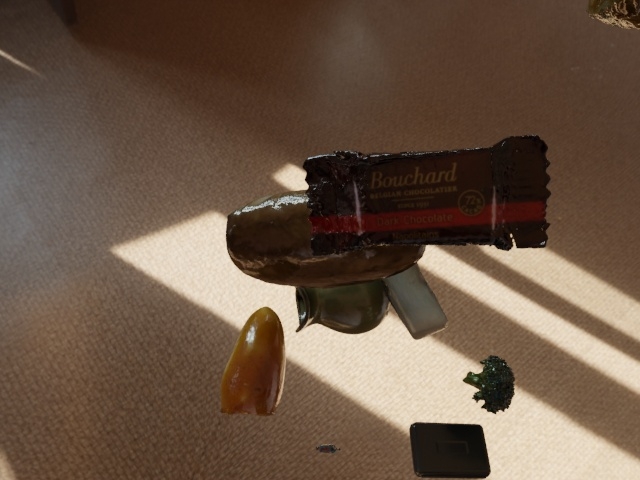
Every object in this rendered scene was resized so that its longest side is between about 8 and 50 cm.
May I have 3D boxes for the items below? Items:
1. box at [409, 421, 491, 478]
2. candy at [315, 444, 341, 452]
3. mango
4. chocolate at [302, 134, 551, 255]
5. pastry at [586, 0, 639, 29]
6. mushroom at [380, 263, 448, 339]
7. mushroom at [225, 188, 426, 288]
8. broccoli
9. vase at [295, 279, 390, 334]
[{"bbox_3d":[0.386,0.629,1.649,0.230,0.050,0.160,4,54,-7],"label":"box"},{"bbox_3d":[0.016,0.520,1.373,0.030,0.083,0.020,24,59,-36],"label":"candy"},{"bbox_3d":[-0.147,0.283,1.313,0.137,0.187,0.257,4,78,14],"label":"mango"},{"bbox_3d":[0.073,-0.031,0.408,0.182,0.028,0.086,-5,94,19],"label":"chocolate"},{"bbox_3d":[0.544,-0.453,0.928,0.100,0.218,0.229,19,59,-6],"label":"pastry"},{"bbox_3d":[0.227,0.094,1.592,0.126,0.177,0.397,-27,76,0],"label":"mushroom"},{"bbox_3d":[0.005,-0.003,1.227,0.397,0.313,0.225,-1,85,-29],"label":"mushroom"},{"bbox_3d":[0.501,0.427,1.641,0.154,0.160,0.167,-52,127,-17],"label":"broccoli"},{"bbox_3d":[0.034,0.177,1.736,0.302,0.329,0.241,-7,93,-16],"label":"vase"}]
